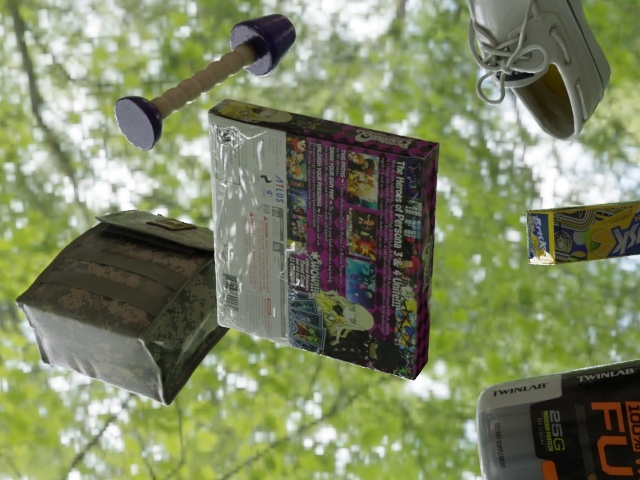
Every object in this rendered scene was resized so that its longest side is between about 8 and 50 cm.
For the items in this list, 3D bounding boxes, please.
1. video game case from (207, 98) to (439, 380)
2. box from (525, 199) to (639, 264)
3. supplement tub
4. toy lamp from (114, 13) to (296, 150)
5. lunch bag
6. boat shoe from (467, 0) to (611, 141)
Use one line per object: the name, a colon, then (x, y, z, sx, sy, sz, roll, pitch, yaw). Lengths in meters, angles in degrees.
video game case: (0.000, 0.000, 1.141, 0.210, 0.232, 0.042, 14, -146, 23)
box: (0.305, -0.010, 1.351, 0.169, 0.059, 0.054, -5, -175, -24)
supplement tub: (0.372, 0.249, 1.522, 0.338, 0.207, 0.207, -12, -150, 16)
toy lamp: (-0.135, -0.208, 1.577, 0.080, 0.080, 0.275, 25, -135, 32)
lunch bag: (-0.246, 0.065, 1.818, 0.235, 0.168, 0.287, 15, -133, 27)
boat shoe: (0.254, -0.246, 1.617, 0.136, 0.367, 0.156, 8, -116, 36)
